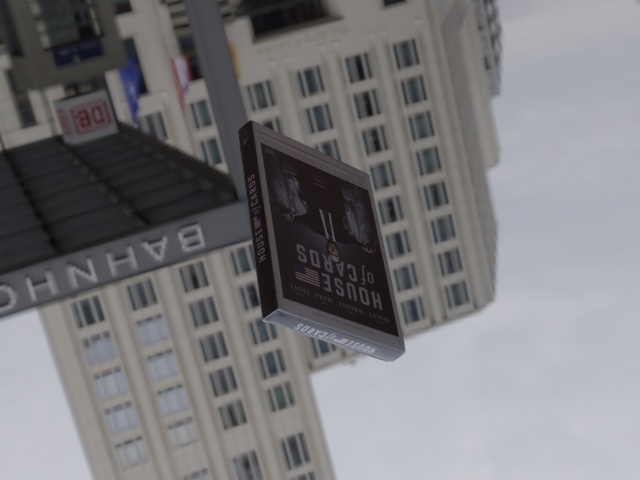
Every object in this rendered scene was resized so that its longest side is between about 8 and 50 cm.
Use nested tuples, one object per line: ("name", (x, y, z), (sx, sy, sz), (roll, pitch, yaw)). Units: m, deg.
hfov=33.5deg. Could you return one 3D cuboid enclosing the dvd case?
("dvd case", (0.000, 0.000, 1.116), (0.179, 0.239, 0.029), (22, 134, -38))
